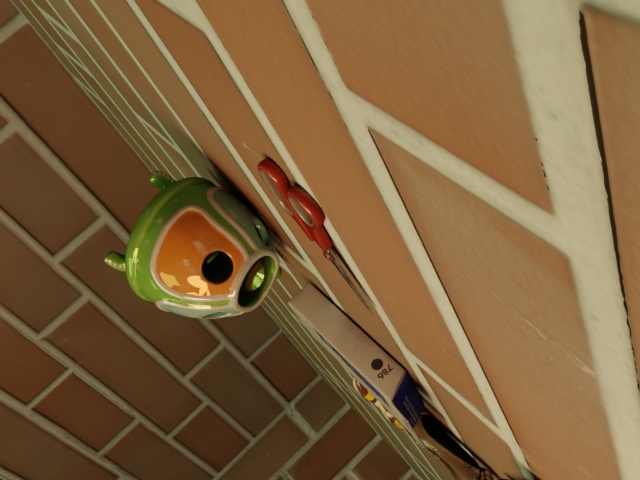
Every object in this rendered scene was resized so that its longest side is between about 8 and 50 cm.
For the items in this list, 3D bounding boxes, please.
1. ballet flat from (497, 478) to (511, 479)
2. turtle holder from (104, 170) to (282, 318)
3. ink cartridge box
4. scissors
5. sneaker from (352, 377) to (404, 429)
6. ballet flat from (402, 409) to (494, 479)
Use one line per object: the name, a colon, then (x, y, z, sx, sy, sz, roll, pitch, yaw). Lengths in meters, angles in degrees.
ballet flat: (0.292, 0.390, 1.288, 0.173, 0.057, 0.049, 86, 162, -71)
turtle holder: (-0.195, 0.040, 1.465, 0.227, 0.243, 0.320, 25, 154, 20)
ink cartridge box: (0.084, 0.223, 1.504, 0.332, 0.065, 0.165, 43, 170, 34)
scissors: (0.000, 0.000, 1.083, 0.109, 0.021, 0.297, 38, 168, 35)
sneaker: (0.140, 0.312, 1.656, 0.185, 0.070, 0.084, 46, 165, -35)
ballet flat: (0.232, 0.375, 1.528, 0.084, 0.058, 0.250, 7, -150, -42)
